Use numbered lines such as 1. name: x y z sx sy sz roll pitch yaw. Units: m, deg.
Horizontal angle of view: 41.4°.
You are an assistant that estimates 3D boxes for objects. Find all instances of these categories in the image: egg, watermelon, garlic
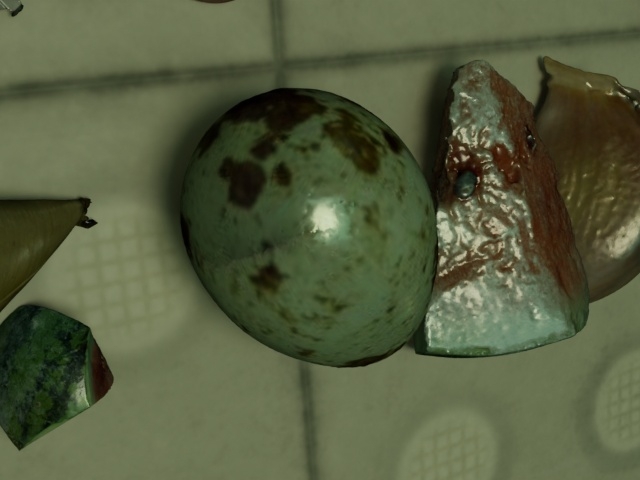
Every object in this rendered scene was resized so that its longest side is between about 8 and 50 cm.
1. egg: 0.000 0.000 0.590 0.169 0.169 0.231 -43 128 -14
2. watermelon: -0.190 0.090 0.577 0.084 0.072 0.092 -21 71 -11
3. garlic: 0.224 -0.007 0.754 0.267 0.148 0.128 -64 156 -7
4. watermelon: 0.141 -0.023 0.689 0.154 0.094 0.241 -7 92 0

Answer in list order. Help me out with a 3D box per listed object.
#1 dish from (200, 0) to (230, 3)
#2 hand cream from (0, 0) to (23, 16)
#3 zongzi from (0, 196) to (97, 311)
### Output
1. dish: -0.044 -0.266 0.552 0.213 0.090 0.213 -6 103 -27
2. hand cream: -0.286 -0.081 0.490 0.084 0.050 0.257 44 76 -25
3. zongzi: -0.270 0.068 0.517 0.228 0.115 0.256 -60 160 21
